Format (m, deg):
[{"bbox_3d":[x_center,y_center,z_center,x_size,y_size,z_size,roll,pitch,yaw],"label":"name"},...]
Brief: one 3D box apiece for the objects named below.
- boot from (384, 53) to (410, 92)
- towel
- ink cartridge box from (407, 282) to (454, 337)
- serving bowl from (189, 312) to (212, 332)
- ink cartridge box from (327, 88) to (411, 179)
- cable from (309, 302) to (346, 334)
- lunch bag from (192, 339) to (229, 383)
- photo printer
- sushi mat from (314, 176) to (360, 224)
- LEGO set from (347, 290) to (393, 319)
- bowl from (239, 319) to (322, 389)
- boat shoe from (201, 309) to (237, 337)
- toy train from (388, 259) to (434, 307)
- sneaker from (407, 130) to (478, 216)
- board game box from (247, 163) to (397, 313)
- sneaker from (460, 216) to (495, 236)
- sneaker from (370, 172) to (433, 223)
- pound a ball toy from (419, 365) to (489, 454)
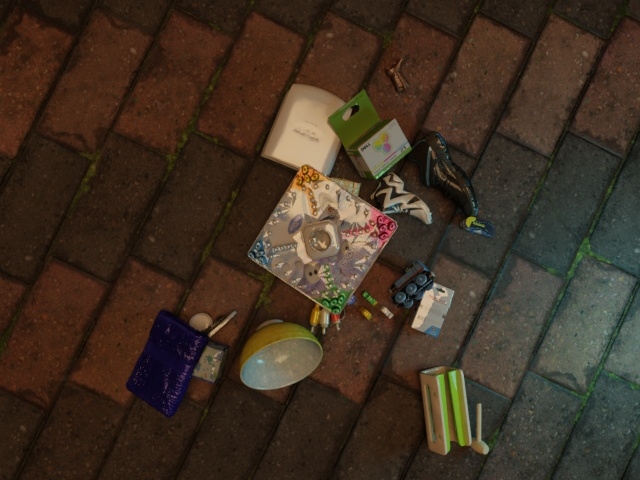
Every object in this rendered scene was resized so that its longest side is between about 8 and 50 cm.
[{"bbox_3d":[0.305,-0.608,1.911,0.106,0.037,0.114,-32,88,10],"label":"boot"},{"bbox_3d":[-0.535,0.418,1.792,0.227,0.076,0.308,23,90,26],"label":"towel"},{"bbox_3d":[0.401,0.246,1.891,0.104,0.060,0.180,23,88,-2],"label":"ink cartridge box"},{"bbox_3d":[-0.428,0.298,1.859,0.083,0.027,0.083,-1,92,-25],"label":"serving bowl"},{"bbox_3d":[0.171,-0.369,1.813,0.188,0.097,0.255,-41,114,-15],"label":"ink cartridge box"},{"bbox_3d":[0.022,0.186,1.868,0.139,0.072,0.287,-4,89,-8],"label":"cable"},{"bbox_3d":[-0.412,0.413,1.829,0.151,0.096,0.129,16,89,7],"label":"lunch bag"},{"bbox_3d":[-0.040,-0.389,1.855,0.256,0.107,0.308,23,88,-3],"label":"photo printer"},{"bbox_3d":[0.050,-0.063,1.851,0.151,0.019,0.317,6,99,-21],"label":"sushi mat"},{"bbox_3d":[0.157,0.225,1.863,0.227,0.093,0.087,43,88,-2],"label":"LEGO set"},{"bbox_3d":[-0.151,0.367,1.798,0.289,0.289,0.156,-22,47,-3],"label":"bowl"},{"bbox_3d":[-0.359,0.291,1.849,0.142,0.049,0.040,-41,85,-18],"label":"boat shoe"},{"bbox_3d":[0.322,0.160,1.863,0.184,0.105,0.080,-43,132,14],"label":"toy train"},{"bbox_3d":[0.449,-0.223,1.891,0.139,0.125,0.341,-32,92,22],"label":"sneaker"},{"bbox_3d":[0.000,0.000,1.792,0.390,0.050,0.390,33,98,3],"label":"board game box"},{"bbox_3d":[0.576,-0.051,1.912,0.144,0.059,0.053,20,76,-22],"label":"sneaker"},{"bbox_3d":[0.278,-0.113,1.875,0.153,0.094,0.235,-44,91,-1],"label":"sneaker"},{"bbox_3d":[0.469,0.615,1.872,0.208,0.135,0.319,-7,89,-28],"label":"pound a ball toy"}]
